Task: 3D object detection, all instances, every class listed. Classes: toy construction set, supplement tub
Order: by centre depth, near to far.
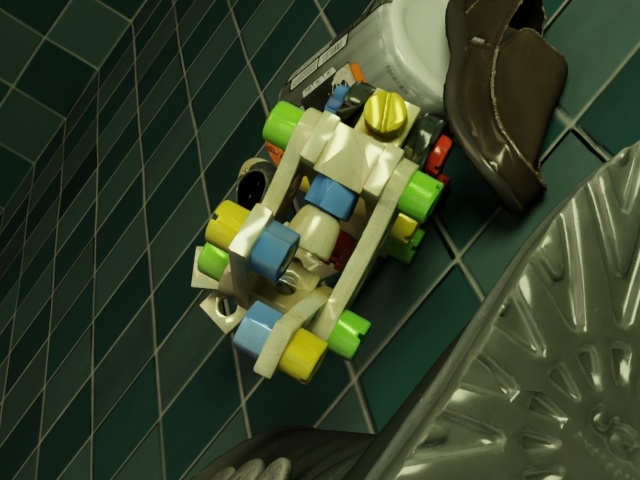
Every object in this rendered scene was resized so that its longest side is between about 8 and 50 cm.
[{"bbox_3d":[0.000,0.000,0.838,0.215,0.151,0.327,-61,5,-8],"label":"toy construction set"},{"bbox_3d":[0.042,-0.119,0.981,0.190,0.117,0.117,-34,33,45],"label":"supplement tub"}]

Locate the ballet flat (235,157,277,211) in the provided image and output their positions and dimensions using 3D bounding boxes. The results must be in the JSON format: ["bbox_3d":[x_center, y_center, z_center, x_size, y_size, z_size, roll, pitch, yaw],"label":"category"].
[{"bbox_3d":[-0.070,-0.038,1.190,0.057,0.049,0.173,-46,26,25],"label":"ballet flat"}]

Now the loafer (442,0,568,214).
[{"bbox_3d":[0.136,-0.115,0.832,0.078,0.080,0.220,-23,45,23],"label":"loafer"}]

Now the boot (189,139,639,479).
[{"bbox_3d":[0.053,0.124,0.614,0.367,0.146,0.445,-40,-3,-20],"label":"boot"}]
